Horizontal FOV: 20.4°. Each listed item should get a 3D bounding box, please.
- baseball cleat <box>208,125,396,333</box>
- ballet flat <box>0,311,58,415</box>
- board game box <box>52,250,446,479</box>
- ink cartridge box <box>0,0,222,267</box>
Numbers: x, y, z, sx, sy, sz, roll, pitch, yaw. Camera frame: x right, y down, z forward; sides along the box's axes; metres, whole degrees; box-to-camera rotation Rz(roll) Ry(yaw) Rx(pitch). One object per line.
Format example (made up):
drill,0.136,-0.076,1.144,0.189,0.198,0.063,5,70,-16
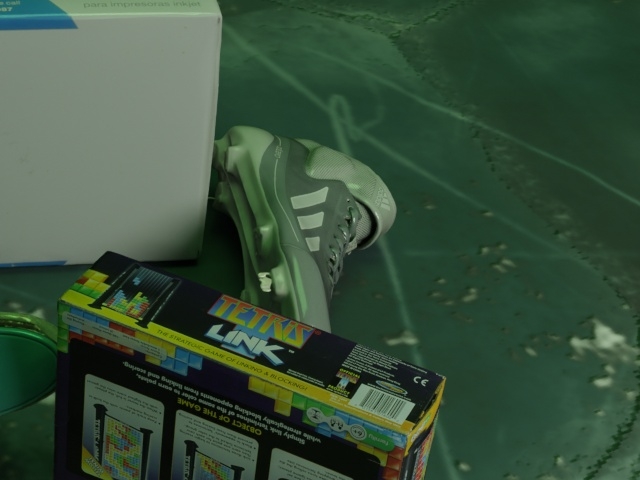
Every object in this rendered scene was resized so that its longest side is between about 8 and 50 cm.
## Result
baseball cleat,0.000,0.000,1.007,0.109,0.072,0.206,3,41,-19
ballet flat,-0.193,0.063,0.855,0.168,0.057,0.052,-17,23,11
board game box,-0.038,0.097,0.811,0.170,0.141,0.048,21,39,15
ink cartridge box,-0.165,-0.119,1.048,0.171,0.168,0.233,-3,38,-14
